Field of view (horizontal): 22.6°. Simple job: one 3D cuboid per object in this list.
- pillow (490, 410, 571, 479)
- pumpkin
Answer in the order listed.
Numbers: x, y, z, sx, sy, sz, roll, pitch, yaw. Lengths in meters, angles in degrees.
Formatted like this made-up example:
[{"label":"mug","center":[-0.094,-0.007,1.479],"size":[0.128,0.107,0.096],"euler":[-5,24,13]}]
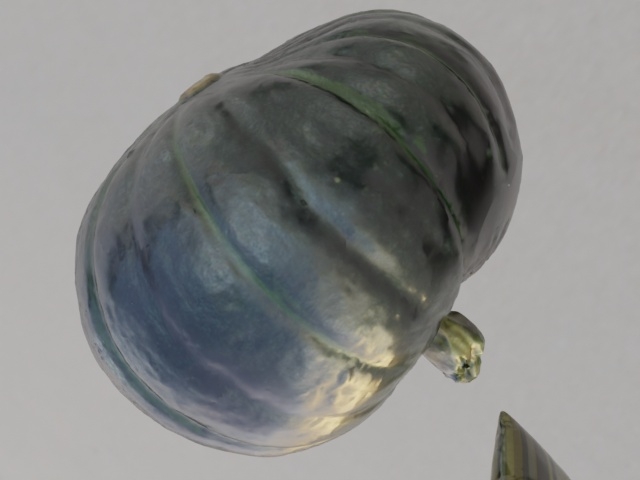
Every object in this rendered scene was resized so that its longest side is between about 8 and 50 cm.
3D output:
[{"label":"pillow","center":[0.156,0.199,0.932],"size":[0.038,0.113,0.203],"euler":[-26,122,26]},{"label":"pumpkin","center":[0.000,0.000,0.819],"size":[0.216,0.250,0.250],"euler":[36,163,-4]}]
